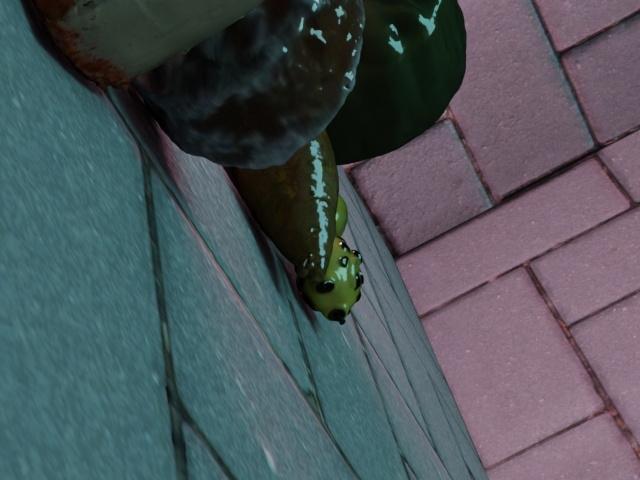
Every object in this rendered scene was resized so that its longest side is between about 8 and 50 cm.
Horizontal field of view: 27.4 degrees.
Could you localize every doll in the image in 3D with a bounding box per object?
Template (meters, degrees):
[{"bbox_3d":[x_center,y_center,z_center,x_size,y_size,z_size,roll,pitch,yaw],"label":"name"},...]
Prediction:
[{"bbox_3d":[-0.001,0.000,1.581,0.291,0.086,0.117,-103,180,-61],"label":"doll"}]

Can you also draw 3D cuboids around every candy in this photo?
[{"bbox_3d":[-0.075,-0.197,1.154,0.157,0.214,0.289,55,12,-44],"label":"candy"}]

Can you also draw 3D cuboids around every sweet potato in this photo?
[{"bbox_3d":[-0.039,-0.084,1.466,0.131,0.131,0.336,57,6,-43],"label":"sweet potato"}]

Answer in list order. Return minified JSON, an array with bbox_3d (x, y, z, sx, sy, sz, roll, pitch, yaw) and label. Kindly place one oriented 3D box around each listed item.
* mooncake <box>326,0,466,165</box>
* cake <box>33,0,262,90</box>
[{"bbox_3d":[0.019,-0.287,1.811,0.194,0.356,0.356,68,-2,-52],"label":"mooncake"},{"bbox_3d":[-0.152,-0.248,1.004,0.262,0.158,0.159,64,3,28],"label":"cake"}]
